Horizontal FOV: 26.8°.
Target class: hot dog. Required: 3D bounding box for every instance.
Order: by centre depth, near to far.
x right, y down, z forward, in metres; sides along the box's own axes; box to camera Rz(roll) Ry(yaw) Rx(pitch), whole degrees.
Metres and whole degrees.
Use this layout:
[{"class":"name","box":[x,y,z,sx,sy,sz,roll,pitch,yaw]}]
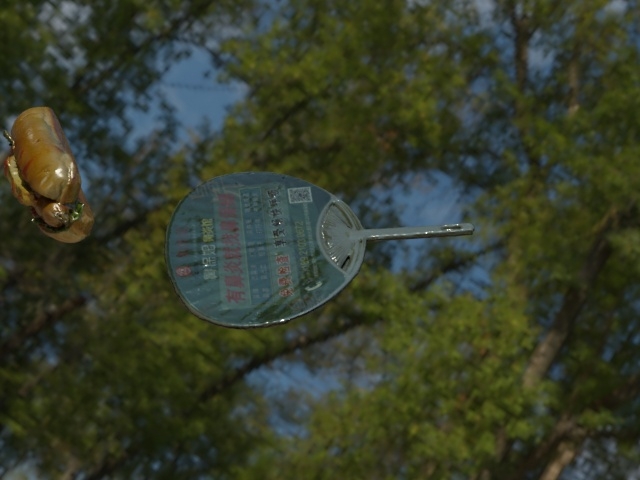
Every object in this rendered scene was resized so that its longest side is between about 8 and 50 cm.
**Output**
[{"class":"hot dog","box":[-0.297,-0.070,1.434,0.250,0.076,0.104,-123,-160,-58]}]

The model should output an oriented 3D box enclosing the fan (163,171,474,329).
[{"class":"fan","box":[-0.027,-0.014,1.349,0.223,0.294,0.012,43,-33,38]}]
